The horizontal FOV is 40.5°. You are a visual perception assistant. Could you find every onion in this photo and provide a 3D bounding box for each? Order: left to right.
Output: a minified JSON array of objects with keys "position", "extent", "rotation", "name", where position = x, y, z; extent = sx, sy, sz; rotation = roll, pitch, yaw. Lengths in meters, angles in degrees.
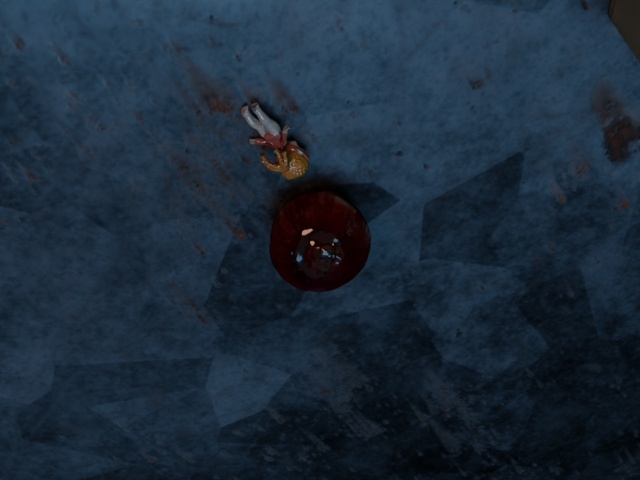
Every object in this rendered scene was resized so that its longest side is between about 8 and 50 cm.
[{"position":[0.000,0.000,1.083],"extent":[0.131,0.131,0.131],"rotation":[-5,133,-6],"name":"onion"}]

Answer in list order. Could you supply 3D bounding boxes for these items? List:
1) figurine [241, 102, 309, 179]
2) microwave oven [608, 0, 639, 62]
[{"position":[-0.055,-0.115,1.022],"extent":[0.064,0.047,0.109],"rotation":[-10,134,39],"name":"figurine"},{"position":[0.432,-0.259,0.903],"extent":[0.204,0.163,0.129],"rotation":[-3,130,-4],"name":"microwave oven"}]
